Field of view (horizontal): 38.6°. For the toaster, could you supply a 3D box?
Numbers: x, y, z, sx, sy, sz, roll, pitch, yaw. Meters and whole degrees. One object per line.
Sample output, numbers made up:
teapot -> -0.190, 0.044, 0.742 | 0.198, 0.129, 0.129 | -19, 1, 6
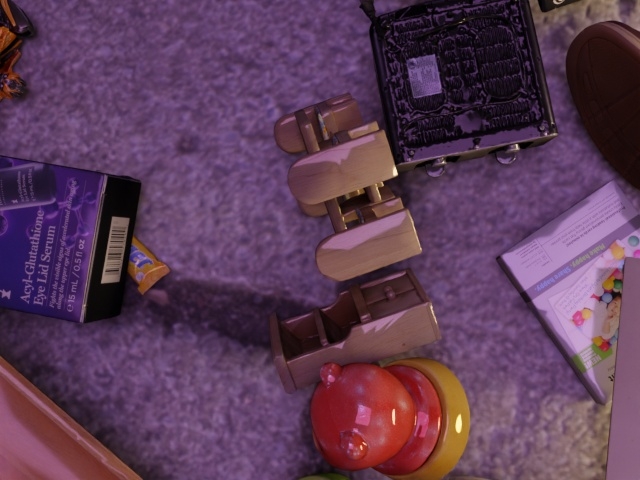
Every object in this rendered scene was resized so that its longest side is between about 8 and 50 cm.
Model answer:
toaster -> 0.139, -0.166, 0.947 | 0.168, 0.110, 0.186 | -11, 83, 2

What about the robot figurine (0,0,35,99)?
robot figurine -> -0.466, -0.215, 1.007 | 0.291, 0.085, 0.211 | 19, 86, 6

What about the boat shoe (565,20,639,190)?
boat shoe -> 0.398, -0.100, 0.932 | 0.342, 0.123, 0.123 | 46, 57, 8

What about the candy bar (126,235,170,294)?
candy bar -> -0.233, -0.010, 1.001 | 0.040, 0.018, 0.161 | -45, 83, -2

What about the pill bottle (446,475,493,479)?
pill bottle -> 0.166, 0.374, 0.861 | 0.152, 0.152, 0.272 | 12, 84, 5

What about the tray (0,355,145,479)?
tray -> -0.352, 0.204, 0.862 | 0.411, 0.076, 0.203 | 43, 73, -5

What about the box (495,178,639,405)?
box -> 0.295, 0.054, 0.948 | 0.145, 0.038, 0.186 | -33, 83, 0

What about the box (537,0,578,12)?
box -> 0.274, -0.380, 0.915 | 0.184, 0.103, 0.261 | -15, 61, 7

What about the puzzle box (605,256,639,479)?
puzzle box -> 0.472, 0.168, 0.819 | 0.409, 0.052, 0.272 | 6, 80, 17

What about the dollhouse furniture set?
dollhouse furniture set -> 0.000, 0.000, 0.891 | 0.161, 0.212, 0.242 | -19, 109, 0

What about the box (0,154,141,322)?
box -> -0.308, -0.008, 0.948 | 0.207, 0.108, 0.153 | 9, 91, 8

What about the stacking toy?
stacking toy -> 0.040, 0.279, 0.808 | 0.279, 0.130, 0.309 | -47, 51, 22
